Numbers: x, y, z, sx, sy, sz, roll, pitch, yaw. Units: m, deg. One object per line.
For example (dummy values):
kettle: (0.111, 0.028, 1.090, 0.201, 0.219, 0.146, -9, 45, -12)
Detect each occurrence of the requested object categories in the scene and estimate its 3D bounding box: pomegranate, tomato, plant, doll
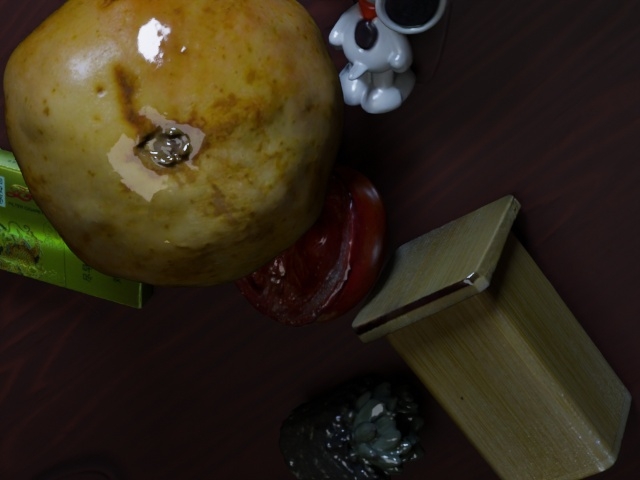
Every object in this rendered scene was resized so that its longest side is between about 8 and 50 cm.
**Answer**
pomegranate: (-0.154, -0.132, 1.775, 0.410, 0.410, 0.410, 11, 124, 18)
tomato: (0.000, 0.000, 1.914, 0.233, 0.140, 0.200, 27, 106, 45)
plant: (0.051, 0.255, 2.066, 0.195, 0.129, 0.132, -17, 114, 35)
doll: (0.089, -0.259, 1.713, 0.208, 0.144, 0.271, 9, 138, 30)

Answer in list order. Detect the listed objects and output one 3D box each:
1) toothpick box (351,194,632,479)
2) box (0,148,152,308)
toothpick box: (0.217, 0.136, 1.888, 0.187, 0.190, 0.308, -27, 110, 32)
box: (-0.371, -0.025, 2.133, 0.311, 0.043, 0.173, 14, 125, 15)
